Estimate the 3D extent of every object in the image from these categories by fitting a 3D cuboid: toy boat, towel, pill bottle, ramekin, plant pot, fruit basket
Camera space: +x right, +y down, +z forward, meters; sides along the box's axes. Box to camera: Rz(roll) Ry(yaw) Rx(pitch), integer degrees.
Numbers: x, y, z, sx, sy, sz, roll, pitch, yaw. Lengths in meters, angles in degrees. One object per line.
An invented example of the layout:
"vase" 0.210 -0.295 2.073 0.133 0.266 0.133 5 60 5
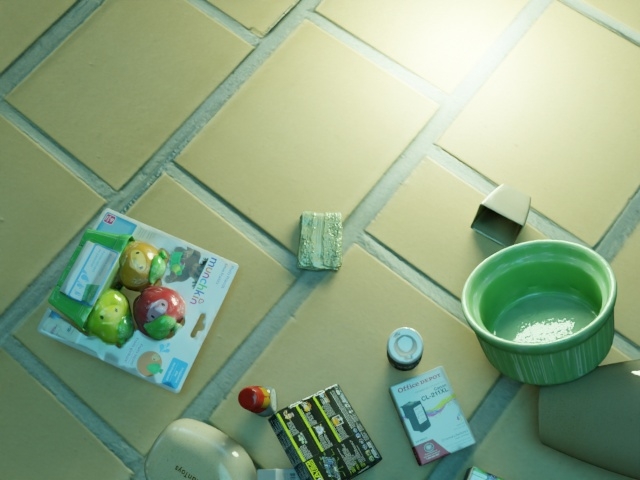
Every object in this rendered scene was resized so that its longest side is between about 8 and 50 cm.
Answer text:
"toy boat" -0.201 0.444 1.490 0.267 0.148 0.318 33 84 20
"towel" 0.000 0.000 1.672 0.110 0.027 0.148 2 71 5
"pill bottle" 0.181 0.238 1.516 0.078 0.137 0.078 -2 70 5
"ramekin" 0.456 0.152 1.454 0.303 0.148 0.303 -16 36 12
"plant pot" 0.582 0.352 1.402 0.273 0.256 0.257 -1 70 22
"plant pot" 0.425 -0.064 1.622 0.109 0.109 0.096 30 63 14
"fruit basket" -0.412 0.127 1.595 0.353 0.165 0.327 22 74 9

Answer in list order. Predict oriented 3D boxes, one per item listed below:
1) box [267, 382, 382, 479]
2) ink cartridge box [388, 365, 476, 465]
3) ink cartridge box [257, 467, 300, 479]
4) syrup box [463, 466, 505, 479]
"box" 0.011 0.415 1.468 0.184 0.045 0.191 -18 66 -39
"ink cartridge box" 0.235 0.373 1.499 0.127 0.072 0.175 -22 71 -2
"ink cartridge box" -0.044 0.523 1.448 0.060 0.180 0.104 -20 64 41
"syrup box" 0.398 0.548 1.413 0.236 0.093 0.096 21 74 12
